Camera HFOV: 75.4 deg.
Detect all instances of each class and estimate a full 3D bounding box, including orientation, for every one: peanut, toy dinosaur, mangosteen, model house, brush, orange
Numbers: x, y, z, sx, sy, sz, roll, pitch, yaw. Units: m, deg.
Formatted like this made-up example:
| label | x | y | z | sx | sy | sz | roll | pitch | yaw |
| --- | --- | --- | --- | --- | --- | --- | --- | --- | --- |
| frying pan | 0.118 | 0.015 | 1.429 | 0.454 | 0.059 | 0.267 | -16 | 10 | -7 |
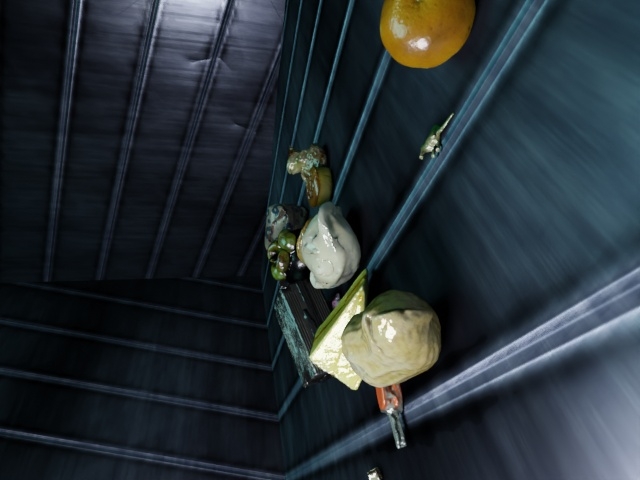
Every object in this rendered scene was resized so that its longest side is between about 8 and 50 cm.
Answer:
| label | x | y | z | sx | sy | sz | roll | pitch | yaw |
| --- | --- | --- | --- | --- | --- | --- | --- | --- | --- |
| peanut | 0.142 | 0.195 | 0.826 | 0.158 | 0.174 | 0.340 | -47 | -5 | -31 |
| toy dinosaur | 0.217 | -0.201 | 0.790 | 0.120 | 0.029 | 0.061 | 111 | 171 | -50 |
| mangosteen | -0.085 | 0.061 | 1.560 | 0.243 | 0.242 | 0.243 | 180 | 90 | -76 |
| model house | 0.141 | 0.640 | 1.071 | 0.083 | 0.057 | 0.058 | 63 | -177 | 21 |
| brush | 0.153 | 0.321 | 0.995 | 0.070 | 0.051 | 0.324 | 112 | 154 | -52 |
| orange | 0.181 | -0.370 | 0.699 | 0.136 | 0.158 | 0.159 | 4 | -96 | -64 |

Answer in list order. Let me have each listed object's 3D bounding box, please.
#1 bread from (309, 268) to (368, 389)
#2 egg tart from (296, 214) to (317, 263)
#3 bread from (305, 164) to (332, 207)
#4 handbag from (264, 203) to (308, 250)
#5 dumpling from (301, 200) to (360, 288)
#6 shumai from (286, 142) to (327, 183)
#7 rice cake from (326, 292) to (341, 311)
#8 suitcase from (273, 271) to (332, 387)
| label | x | y | z | sx | sy | sz | roll | pitch | yaw |
| --- | --- | --- | --- | --- | --- | --- | --- | --- | --- |
| bread | 0.106 | 0.235 | 1.100 | 0.264 | 0.163 | 0.168 | -55 | 1 | 19 |
| egg tart | 0.000 | 0.000 | 1.413 | 0.074 | 0.191 | 0.192 | 23 | 117 | 40 |
| bread | -0.005 | -0.189 | 1.531 | 0.156 | 0.085 | 0.125 | 103 | 159 | -45 |
| handbag | -0.155 | -0.053 | 1.958 | 0.193 | 0.189 | 0.252 | -176 | 90 | -65 |
| dumpling | 0.047 | 0.004 | 1.260 | 0.318 | 0.187 | 0.243 | 98 | -163 | -44 |
| shumai | -0.057 | -0.297 | 1.627 | 0.209 | 0.152 | 0.162 | 147 | 129 | -77 |
| rice cake | 0.022 | 0.235 | 1.510 | 0.290 | 0.051 | 0.081 | 151 | 118 | -73 |
| suitcase | -0.032 | 0.304 | 1.408 | 0.335 | 0.152 | 0.230 | 64 | 158 | 22 |
